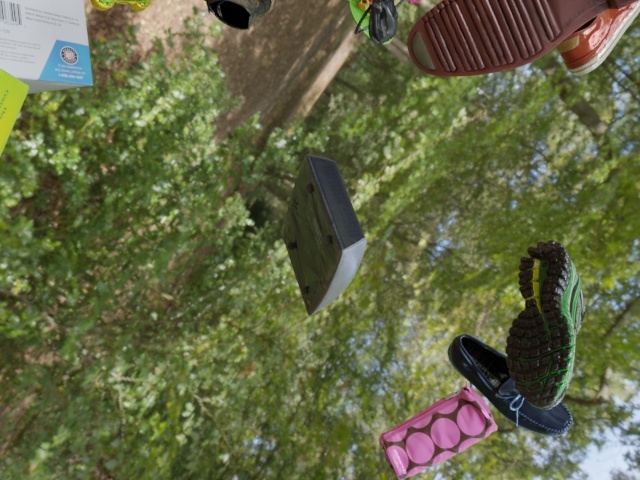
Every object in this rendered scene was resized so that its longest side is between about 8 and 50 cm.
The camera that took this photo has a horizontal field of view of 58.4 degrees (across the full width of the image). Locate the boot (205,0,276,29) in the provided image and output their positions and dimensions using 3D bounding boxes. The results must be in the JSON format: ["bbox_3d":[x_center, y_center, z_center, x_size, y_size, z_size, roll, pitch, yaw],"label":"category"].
[{"bbox_3d":[-0.176,-0.393,0.886,0.137,0.198,0.077,-74,180,-51],"label":"boot"}]

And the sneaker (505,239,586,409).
[{"bbox_3d":[0.476,0.174,1.148,0.134,0.146,0.343,-15,-133,49],"label":"sneaker"}]

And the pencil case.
[{"bbox_3d":[0.205,0.343,1.032,0.209,0.098,0.095,-34,-160,6],"label":"pencil case"}]

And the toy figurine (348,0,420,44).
[{"bbox_3d":[0.144,-0.524,1.182,0.159,0.173,0.130,-30,-164,44],"label":"toy figurine"}]

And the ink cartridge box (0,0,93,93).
[{"bbox_3d":[-0.490,-0.363,0.839,0.198,0.197,0.270,-18,107,-62],"label":"ink cartridge box"}]

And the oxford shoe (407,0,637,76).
[{"bbox_3d":[0.283,-0.318,0.744,0.348,0.123,0.130,-16,-151,23],"label":"oxford shoe"}]

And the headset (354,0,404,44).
[{"bbox_3d":[0.115,-0.420,0.738,0.185,0.243,0.394,65,37,-59],"label":"headset"}]

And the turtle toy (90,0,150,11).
[{"bbox_3d":[-0.213,-0.318,0.676,0.095,0.066,0.130,-5,-167,45],"label":"turtle toy"}]

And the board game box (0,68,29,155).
[{"bbox_3d":[-0.258,-0.031,0.336,0.043,0.092,0.181,-174,-74,-85],"label":"board game box"}]

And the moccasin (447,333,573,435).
[{"bbox_3d":[0.465,0.363,1.429,0.138,0.342,0.117,-50,157,-23],"label":"moccasin"}]

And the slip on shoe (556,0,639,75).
[{"bbox_3d":[0.612,-0.508,1.232,0.331,0.101,0.123,-55,-159,-12],"label":"slip on shoe"}]

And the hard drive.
[{"bbox_3d":[0.000,0.000,0.868,0.054,0.172,0.255,-12,157,-17],"label":"hard drive"}]
